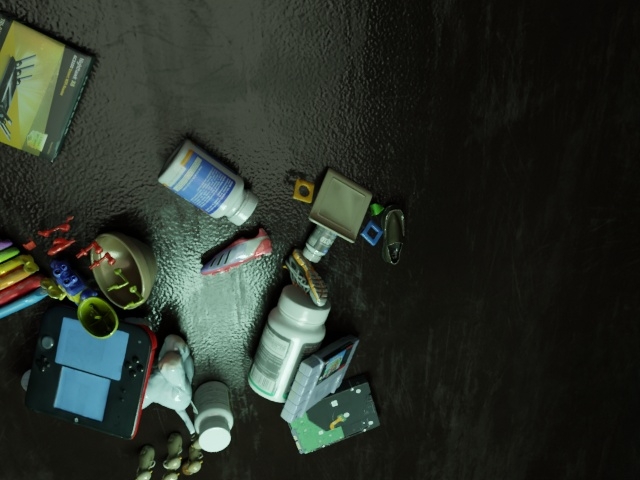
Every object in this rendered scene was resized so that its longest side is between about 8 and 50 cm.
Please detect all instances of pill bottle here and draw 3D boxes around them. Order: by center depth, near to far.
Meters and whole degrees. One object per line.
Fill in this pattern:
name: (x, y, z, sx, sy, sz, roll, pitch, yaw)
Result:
pill bottle: (-0.324, -0.162, 1.510, 0.272, 0.152, 0.152, 36, 100, -24)
pill bottle: (0.000, 0.000, 1.698, 0.078, 0.078, 0.137, 27, 104, -22)
pill bottle: (-0.103, 0.347, 1.746, 0.204, 0.204, 0.361, 15, 108, -19)
pill bottle: (-0.370, 0.607, 1.772, 0.131, 0.229, 0.131, -5, 114, -12)

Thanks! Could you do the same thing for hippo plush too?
hippo plush: (-0.545, 0.459, 1.673, 0.237, 0.234, 0.294, -9, 106, -6)

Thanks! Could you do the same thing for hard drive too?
hard drive: (0.046, 0.681, 2.000, 0.339, 0.064, 0.236, -20, 115, -6)

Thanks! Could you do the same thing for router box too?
router box: (-0.767, -0.397, 1.339, 0.243, 0.081, 0.308, 22, 105, -22)

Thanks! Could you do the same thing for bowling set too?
bowling set: (-0.499, 0.809, 1.865, 0.287, 0.154, 0.199, -29, 116, -1)

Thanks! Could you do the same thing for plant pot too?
plant pot: (-0.572, 0.078, 1.542, 0.110, 0.237, 0.237, -28, 123, -53)

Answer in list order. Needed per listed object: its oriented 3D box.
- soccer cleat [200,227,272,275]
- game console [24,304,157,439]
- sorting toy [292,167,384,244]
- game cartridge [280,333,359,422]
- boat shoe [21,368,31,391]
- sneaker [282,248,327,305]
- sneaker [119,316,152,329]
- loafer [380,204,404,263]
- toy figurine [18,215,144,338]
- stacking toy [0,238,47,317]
soccer cleat: (-0.277, 0.042, 1.657, 0.248, 0.083, 0.095, -21, 86, 0)
game console: (-0.701, 0.391, 1.556, 0.387, 0.060, 0.341, 12, 85, 13)
sorting toy: (0.060, -0.113, 1.657, 0.348, 0.047, 0.196, 28, 72, -23)
game cartridge: (0.011, 0.468, 1.781, 0.355, 0.068, 0.230, -11, 130, -60)
boat shoe: (-0.817, 0.491, 1.685, 0.302, 0.109, 0.094, 15, 151, -10)
sneaker: (-0.051, 0.132, 1.695, 0.083, 0.214, 0.084, -39, 152, 17)
sneaker: (-0.654, 0.347, 1.670, 0.235, 0.094, 0.153, -14, 116, -9)
loafer: (0.257, -0.016, 1.756, 0.080, 0.078, 0.220, -9, 114, -11)
toy figurine: (-0.690, 0.132, 1.521, 0.362, 0.217, 0.191, 44, 66, 4)
stacking toy: (-0.923, 0.058, 1.468, 0.166, 0.175, 0.301, -24, 102, 2)
